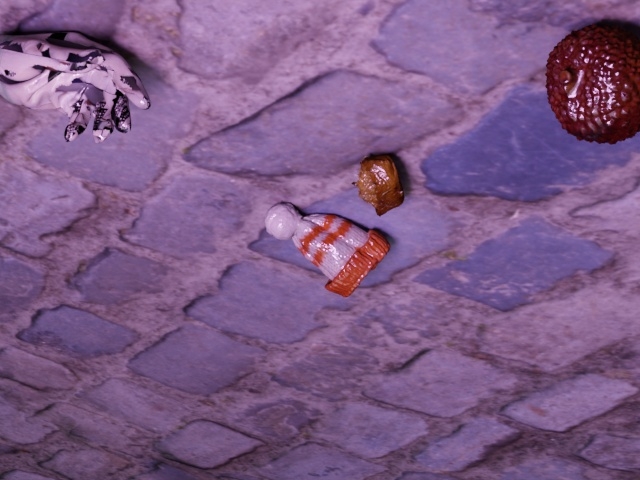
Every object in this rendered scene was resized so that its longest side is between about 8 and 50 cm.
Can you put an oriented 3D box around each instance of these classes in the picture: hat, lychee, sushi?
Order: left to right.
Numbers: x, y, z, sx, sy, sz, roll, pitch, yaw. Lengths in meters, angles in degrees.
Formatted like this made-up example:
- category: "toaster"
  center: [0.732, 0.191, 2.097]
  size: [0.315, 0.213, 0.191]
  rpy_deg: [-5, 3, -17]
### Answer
- category: "hat"
  center: [0.000, 0.000, 1.697]
  size: [0.162, 0.093, 0.112]
  rpy_deg: [37, 135, -1]
- category: "sushi"
  center: [0.070, -0.069, 1.564]
  size: [0.060, 0.061, 0.118]
  rpy_deg: [-18, 135, 2]
- category: "lychee"
  center: [0.292, -0.158, 1.292]
  size: [0.123, 0.123, 0.129]
  rpy_deg: [-6, 169, 30]

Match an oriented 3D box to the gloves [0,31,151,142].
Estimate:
- category: "gloves"
  center: [-0.292, -0.191, 1.492]
  size: [0.212, 0.111, 0.128]
  rpy_deg: [11, 123, 11]
